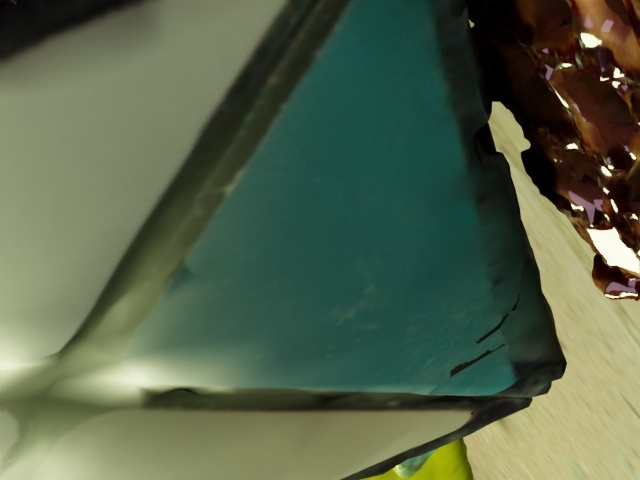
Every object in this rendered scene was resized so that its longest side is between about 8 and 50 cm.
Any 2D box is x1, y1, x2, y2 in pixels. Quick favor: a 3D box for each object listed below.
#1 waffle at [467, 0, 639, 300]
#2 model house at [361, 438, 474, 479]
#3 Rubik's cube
[{"bbox_3d":[0.099,-0.026,0.358,0.234,0.055,0.221,49,172,21],"label":"waffle"},{"bbox_3d":[-0.008,0.096,1.127,0.303,0.215,0.237,46,169,36],"label":"model house"},{"bbox_3d":[-0.124,-0.065,0.484,0.310,0.307,0.305,65,-175,-54],"label":"Rubik's cube"}]
